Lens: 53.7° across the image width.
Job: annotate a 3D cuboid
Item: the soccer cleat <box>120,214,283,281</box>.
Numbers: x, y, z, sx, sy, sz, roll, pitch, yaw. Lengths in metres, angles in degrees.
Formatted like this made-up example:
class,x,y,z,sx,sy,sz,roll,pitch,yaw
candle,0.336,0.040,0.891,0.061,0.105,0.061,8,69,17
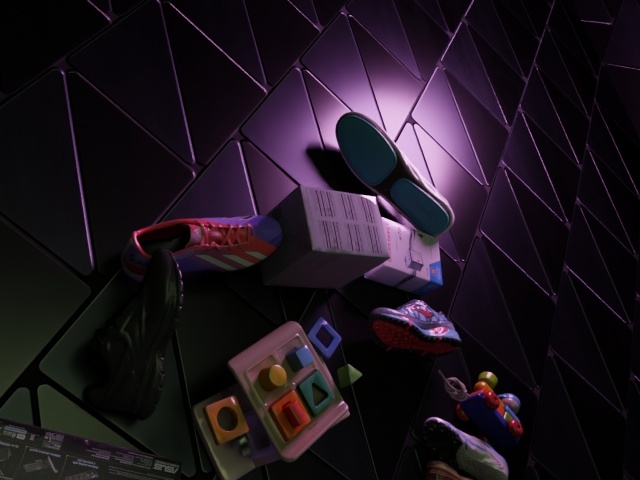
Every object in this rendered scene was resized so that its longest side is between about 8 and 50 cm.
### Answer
class,x,y,z,sx,sy,sz,roll,pitch,yaw
soccer cleat,-0.209,0.002,1.185,0.318,0.116,0.108,-10,69,-24

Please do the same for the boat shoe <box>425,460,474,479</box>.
class,x,y,z,sx,sy,sz,roll,pitch,yaw
boat shoe,0.298,0.542,1.366,0.178,0.064,0.060,33,55,-11

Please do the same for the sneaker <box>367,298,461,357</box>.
class,x,y,z,sx,sy,sz,roll,pitch,yaw
sneaker,0.206,0.195,1.482,0.262,0.104,0.125,21,37,-33

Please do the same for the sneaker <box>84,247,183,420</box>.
class,x,y,z,sx,sy,sz,roll,pitch,yaw
sneaker,-0.307,0.147,1.046,0.130,0.109,0.286,15,77,-21

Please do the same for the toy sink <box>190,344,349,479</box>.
class,x,y,z,sx,sy,sz,roll,pitch,yaw
toy sink,-0.087,0.310,1.146,0.234,0.131,0.152,-18,77,-42

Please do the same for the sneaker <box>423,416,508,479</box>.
class,x,y,z,sx,sy,sz,roll,pitch,yaw
sneaker,0.322,0.468,1.420,0.237,0.085,0.086,37,22,-11

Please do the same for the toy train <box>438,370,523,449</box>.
class,x,y,z,sx,sy,sz,roll,pitch,yaw
toy train,0.384,0.362,1.510,0.248,0.105,0.143,50,36,-4

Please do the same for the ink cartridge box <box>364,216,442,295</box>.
class,x,y,z,sx,sy,sz,roll,pitch,yaw
ink cartridge box,0.200,0.041,1.555,0.191,0.082,0.139,19,55,-31

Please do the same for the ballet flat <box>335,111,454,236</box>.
class,x,y,z,sx,sy,sz,roll,pitch,yaw
ballet flat,0.194,-0.173,1.647,0.400,0.139,0.139,47,46,2

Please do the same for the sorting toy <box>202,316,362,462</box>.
class,x,y,z,sx,sy,sz,roll,pitch,yaw
sorting toy,-0.046,0.250,1.089,0.348,0.047,0.196,-29,85,-48

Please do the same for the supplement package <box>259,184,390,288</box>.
class,x,y,z,sx,sy,sz,roll,pitch,yaw
supplement package,0.000,0.000,1.344,0.203,0.194,0.149,6,63,-36

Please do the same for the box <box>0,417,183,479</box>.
class,x,y,z,sx,sy,sz,roll,pitch,yaw
box,-0.372,0.411,0.906,0.308,0.076,0.242,24,54,-26
